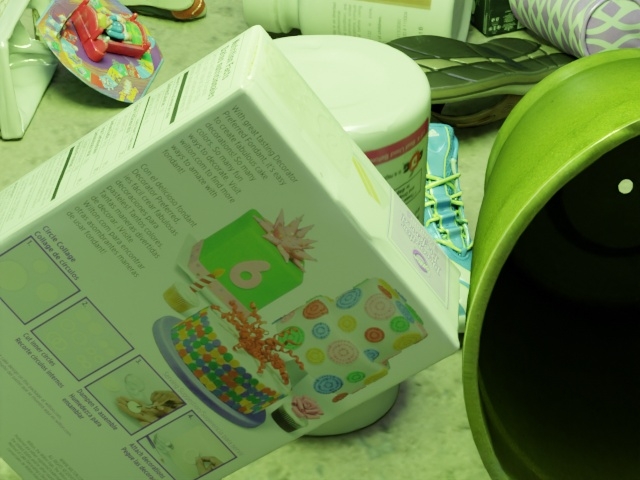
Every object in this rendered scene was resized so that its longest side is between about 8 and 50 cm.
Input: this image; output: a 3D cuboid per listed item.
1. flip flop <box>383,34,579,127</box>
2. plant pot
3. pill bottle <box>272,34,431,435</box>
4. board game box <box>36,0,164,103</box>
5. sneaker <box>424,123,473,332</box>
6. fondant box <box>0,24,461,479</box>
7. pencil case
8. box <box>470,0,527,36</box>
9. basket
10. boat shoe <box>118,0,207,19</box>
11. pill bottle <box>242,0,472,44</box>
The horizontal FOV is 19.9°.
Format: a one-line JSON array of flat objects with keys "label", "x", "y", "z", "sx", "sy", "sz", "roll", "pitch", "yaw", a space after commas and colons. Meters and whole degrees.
[{"label": "flip flop", "x": 0.155, "y": -0.155, "z": 1.838, "sx": 0.277, "sy": 0.080, "sz": 0.112, "roll": -10, "pitch": 35, "yaw": -44}, {"label": "plant pot", "x": 0.264, "y": 0.015, "z": 1.373, "sx": 0.366, "sy": 0.367, "sz": 0.353, "roll": -2, "pitch": 21, "yaw": -4}, {"label": "pill bottle", "x": 0.000, "y": 0.000, "z": 1.403, "sx": 0.160, "sy": 0.283, "sz": 0.160, "roll": 0, "pitch": 33, "yaw": 0}, {"label": "board game box", "x": -0.217, "y": -0.216, "z": 1.887, "sx": 0.133, "sy": 0.033, "sz": 0.169, "roll": 39, "pitch": 32, "yaw": -13}, {"label": "sneaker", "x": 0.087, "y": -0.025, "z": 1.585, "sx": 0.091, "sy": 0.126, "sz": 0.240, "roll": -7, "pitch": 34, "yaw": -11}, {"label": "fondant box", "x": -0.103, "y": 0.041, "z": 1.250, "sx": 0.330, "sy": 0.238, "sz": 0.096, "roll": -30, "pitch": 25, "yaw": 23}, {"label": "pencil case", "x": 0.272, "y": -0.241, "z": 1.907, "sx": 0.088, "sy": 0.086, "sz": 0.206, "roll": -22, "pitch": 27, "yaw": -11}, {"label": "box", "x": 0.192, "y": -0.271, "z": 2.029, "sx": 0.062, "sy": 0.052, "sz": 0.083, "roll": -13, "pitch": 37, "yaw": -21}, {"label": "basket", "x": -0.338, "y": -0.189, "z": 1.845, "sx": 0.103, "sy": 0.113, "sz": 0.167, "roll": 1, "pitch": 33, "yaw": 8}, {"label": "boat shoe", "x": -0.191, "y": -0.276, "z": 2.042, "sx": 0.137, "sy": 0.049, "sz": 0.043, "roll": 15, "pitch": -6, "yaw": 25}, {"label": "pill bottle", "x": 0.040, "y": -0.261, "z": 1.941, "sx": 0.229, "sy": 0.131, "sz": 0.131, "roll": 9, "pitch": 34, "yaw": 13}]
